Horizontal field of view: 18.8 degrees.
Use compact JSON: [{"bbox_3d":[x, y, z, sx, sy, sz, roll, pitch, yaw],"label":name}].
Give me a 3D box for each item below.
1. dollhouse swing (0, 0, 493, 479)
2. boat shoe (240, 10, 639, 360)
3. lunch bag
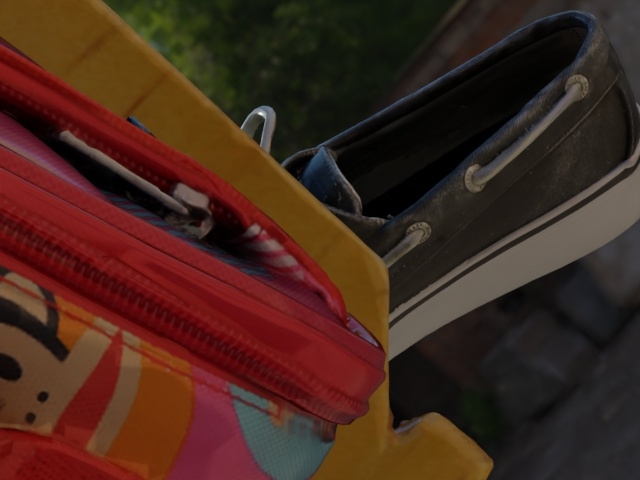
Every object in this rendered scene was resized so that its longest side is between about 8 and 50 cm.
[{"bbox_3d":[-0.165,0.066,0.726,0.315,0.347,0.305,-47,-4,-5],"label":"dollhouse swing"},{"bbox_3d":[0.002,0.002,0.837,0.306,0.105,0.113,-27,39,1],"label":"boat shoe"},{"bbox_3d":[-0.138,-0.018,0.374,0.120,0.293,0.258,-58,27,3],"label":"lunch bag"}]
